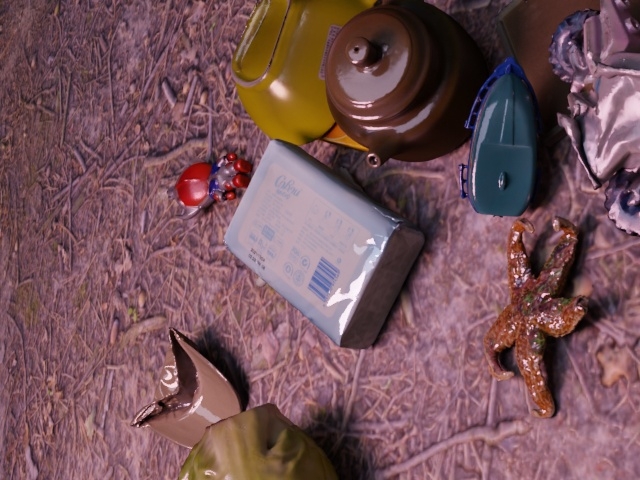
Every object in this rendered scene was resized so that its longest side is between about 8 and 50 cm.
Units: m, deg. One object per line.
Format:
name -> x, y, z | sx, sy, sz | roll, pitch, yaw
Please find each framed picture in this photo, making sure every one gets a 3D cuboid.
framed picture -> 0.313, -0.257, 1.005 | 0.281, 0.019, 0.208 | -38, 50, 38

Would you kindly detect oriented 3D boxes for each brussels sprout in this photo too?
brussels sprout -> -0.077, 0.329, 1.152 | 0.244, 0.244, 0.244 | -22, 61, 46

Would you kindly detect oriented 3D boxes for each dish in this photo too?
dish -> -0.042, -0.272, 1.320 | 0.221, 0.108, 0.262 | 34, 103, 52

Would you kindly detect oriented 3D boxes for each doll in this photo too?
doll -> -0.191, -0.094, 1.559 | 0.195, 0.062, 0.104 | -13, 85, 41

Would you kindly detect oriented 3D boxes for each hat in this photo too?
hat -> -0.188, 0.238, 1.447 | 0.173, 0.144, 0.166 | 25, 98, 8

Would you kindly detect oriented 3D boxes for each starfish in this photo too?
starfish -> 0.230, 0.080, 0.984 | 0.150, 0.053, 0.209 | -26, 61, 59

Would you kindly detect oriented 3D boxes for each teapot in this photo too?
teapot -> 0.087, -0.210, 1.111 | 0.186, 0.175, 0.267 | -1, 80, 30

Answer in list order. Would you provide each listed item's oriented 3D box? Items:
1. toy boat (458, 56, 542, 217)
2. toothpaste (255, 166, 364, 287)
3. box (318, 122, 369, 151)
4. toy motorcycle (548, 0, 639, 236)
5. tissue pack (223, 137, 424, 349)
toy boat -> 0.201, -0.116, 1.045 | 0.110, 0.091, 0.174 | -62, -25, -79
toothpaste -> -0.023, -0.010, 1.331 | 0.233, 0.038, 0.060 | -48, 56, 28
box -> 0.034, -0.210, 1.322 | 0.269, 0.043, 0.152 | 22, 95, 53
toy motorcycle -> 0.327, -0.145, 0.884 | 0.204, 0.108, 0.239 | -36, 78, 45
tissue pack -> 0.000, 0.000, 1.231 | 0.263, 0.089, 0.177 | 38, 107, 41
